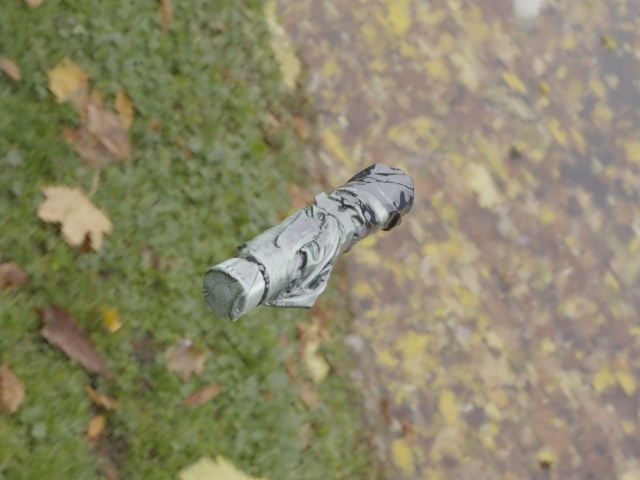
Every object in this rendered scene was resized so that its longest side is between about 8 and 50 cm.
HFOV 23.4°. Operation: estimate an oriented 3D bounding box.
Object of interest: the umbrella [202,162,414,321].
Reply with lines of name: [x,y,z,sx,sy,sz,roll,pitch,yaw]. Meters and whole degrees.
umbrella: [0.000,0.000,0.908,0.050,0.046,0.188,35,33,17]
